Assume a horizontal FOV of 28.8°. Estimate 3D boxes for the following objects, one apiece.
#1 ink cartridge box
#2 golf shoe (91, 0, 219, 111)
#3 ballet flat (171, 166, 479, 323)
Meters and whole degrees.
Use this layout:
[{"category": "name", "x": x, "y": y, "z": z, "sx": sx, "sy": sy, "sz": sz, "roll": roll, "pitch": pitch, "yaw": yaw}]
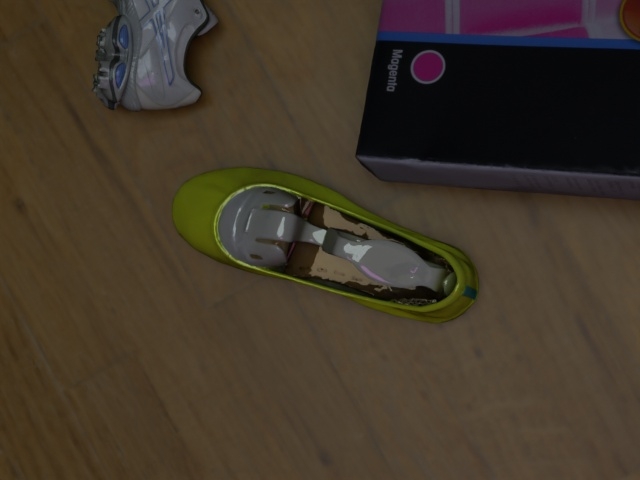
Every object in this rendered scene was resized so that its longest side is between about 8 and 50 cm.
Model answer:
[{"category": "ink cartridge box", "x": 0.214, "y": -0.115, "z": 0.799, "sx": 0.370, "sy": 0.069, "sz": 0.176, "roll": 6, "pitch": 79, "yaw": 20}, {"category": "golf shoe", "x": -0.116, "y": -0.180, "z": 0.905, "sx": 0.086, "sy": 0.069, "sz": 0.176, "roll": 5, "pitch": 92, "yaw": -13}, {"category": "ballet flat", "x": 0.000, "y": 0.000, "z": 0.869, "sx": 0.231, "sy": 0.077, "sz": 0.077, "roll": 18, "pitch": 92, "yaw": 7}]
